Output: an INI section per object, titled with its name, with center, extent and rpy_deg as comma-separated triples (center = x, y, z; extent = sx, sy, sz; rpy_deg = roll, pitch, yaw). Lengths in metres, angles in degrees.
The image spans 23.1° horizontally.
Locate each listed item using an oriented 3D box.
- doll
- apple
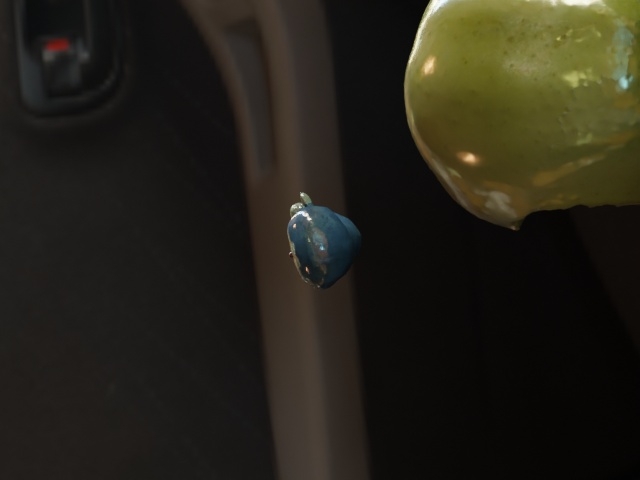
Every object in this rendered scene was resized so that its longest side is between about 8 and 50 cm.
[doll]
center = 0.000, 0.000, 1.176
extent = 0.083, 0.050, 0.076
rpy_deg = -33, -76, -77
[apple]
center = 0.211, -0.141, 1.342
extent = 0.279, 0.279, 0.279
rpy_deg = 173, 90, -69
